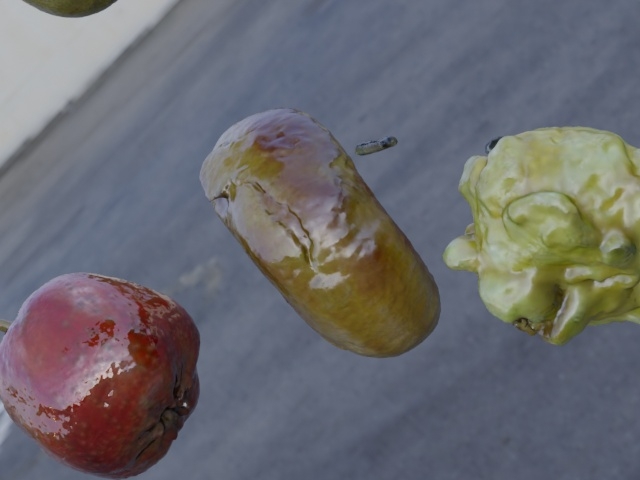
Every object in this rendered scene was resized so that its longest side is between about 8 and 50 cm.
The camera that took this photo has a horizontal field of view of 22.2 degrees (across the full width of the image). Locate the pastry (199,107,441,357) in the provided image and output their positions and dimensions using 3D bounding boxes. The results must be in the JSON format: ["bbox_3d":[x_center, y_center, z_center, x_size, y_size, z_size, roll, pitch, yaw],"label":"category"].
[{"bbox_3d":[0.000,0.000,1.900,0.164,0.356,0.356,-38,15,-5],"label":"pastry"}]

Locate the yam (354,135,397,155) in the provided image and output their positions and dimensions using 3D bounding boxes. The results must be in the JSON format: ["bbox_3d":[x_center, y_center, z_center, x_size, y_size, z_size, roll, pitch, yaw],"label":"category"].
[{"bbox_3d":[0.056,-0.097,1.671,0.014,0.014,0.107,-50,12,-13],"label":"yam"}]

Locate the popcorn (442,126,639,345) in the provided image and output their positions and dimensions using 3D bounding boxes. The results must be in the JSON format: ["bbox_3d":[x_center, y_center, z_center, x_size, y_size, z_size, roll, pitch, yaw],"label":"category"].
[{"bbox_3d":[0.265,-0.009,1.666,0.252,0.286,0.215,-38,43,29],"label":"popcorn"}]

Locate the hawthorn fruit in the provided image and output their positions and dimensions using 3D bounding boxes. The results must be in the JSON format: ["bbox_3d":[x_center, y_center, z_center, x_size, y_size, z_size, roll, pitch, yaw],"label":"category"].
[{"bbox_3d":[-0.327,0.168,2.206,0.287,0.330,0.287,-57,-18,-30],"label":"hawthorn fruit"}]

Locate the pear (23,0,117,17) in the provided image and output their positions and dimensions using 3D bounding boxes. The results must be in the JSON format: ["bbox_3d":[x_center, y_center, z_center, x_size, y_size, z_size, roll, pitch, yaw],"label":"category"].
[{"bbox_3d":[-0.306,-0.376,1.861,0.188,0.211,0.228,-26,-33,-50],"label":"pear"}]
